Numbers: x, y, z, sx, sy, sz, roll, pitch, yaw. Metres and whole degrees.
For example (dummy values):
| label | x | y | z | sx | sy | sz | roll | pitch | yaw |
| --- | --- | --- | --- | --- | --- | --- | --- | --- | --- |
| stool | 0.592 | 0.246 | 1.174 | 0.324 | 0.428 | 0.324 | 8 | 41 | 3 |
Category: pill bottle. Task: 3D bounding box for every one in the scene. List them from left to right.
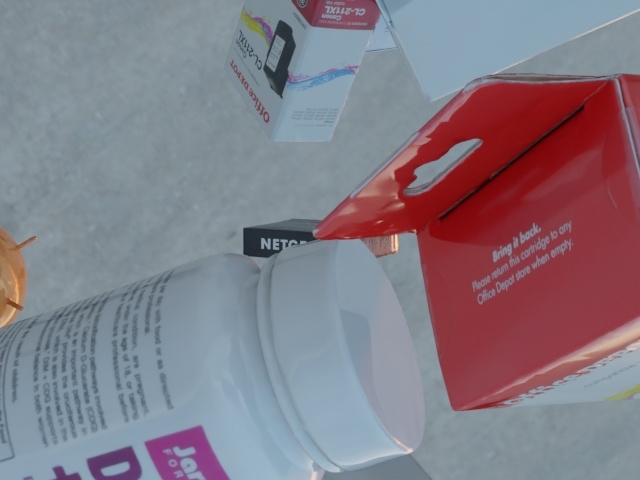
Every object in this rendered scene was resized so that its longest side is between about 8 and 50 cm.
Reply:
| label | x | y | z | sx | sy | sz | roll | pitch | yaw |
| --- | --- | --- | --- | --- | --- | --- | --- | --- | --- |
| pill bottle | -0.091 | 0.101 | 0.810 | 0.283 | 0.160 | 0.160 | -19 | 152 | 18 |

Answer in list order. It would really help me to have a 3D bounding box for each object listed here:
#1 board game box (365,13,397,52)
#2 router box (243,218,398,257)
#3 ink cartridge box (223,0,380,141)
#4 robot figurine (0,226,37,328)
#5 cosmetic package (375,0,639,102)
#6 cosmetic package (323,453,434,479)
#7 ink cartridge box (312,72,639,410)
| label | x | y | z | sx | sy | sz | roll | pitch | yaw |
| --- | --- | --- | --- | --- | --- | --- | --- | --- | --- |
| board game box | 0.151 | -0.386 | 1.548 | 0.318 | 0.066 | 0.319 | -11 | 125 | -27 |
| router box | 0.000 | 0.000 | 1.861 | 0.133 | 0.179 | 0.046 | -12 | 103 | -57 |
| ink cartridge box | -0.018 | -0.199 | 1.276 | 0.072 | 0.127 | 0.175 | -3 | 132 | -31 |
| robot figurine | -0.396 | 0.042 | 1.362 | 0.158 | 0.219 | 0.128 | -48 | 131 | -71 |
| cosmetic package | 0.207 | -0.298 | 1.069 | 0.385 | 0.156 | 0.217 | -21 | 128 | 8 |
| cosmetic package | 0.040 | 0.305 | 1.272 | 0.161 | 0.453 | 0.230 | -30 | 129 | -12 |
| ink cartridge box | 0.129 | 0.006 | 0.477 | 0.231 | 0.078 | 0.134 | 0 | 158 | -26 |
